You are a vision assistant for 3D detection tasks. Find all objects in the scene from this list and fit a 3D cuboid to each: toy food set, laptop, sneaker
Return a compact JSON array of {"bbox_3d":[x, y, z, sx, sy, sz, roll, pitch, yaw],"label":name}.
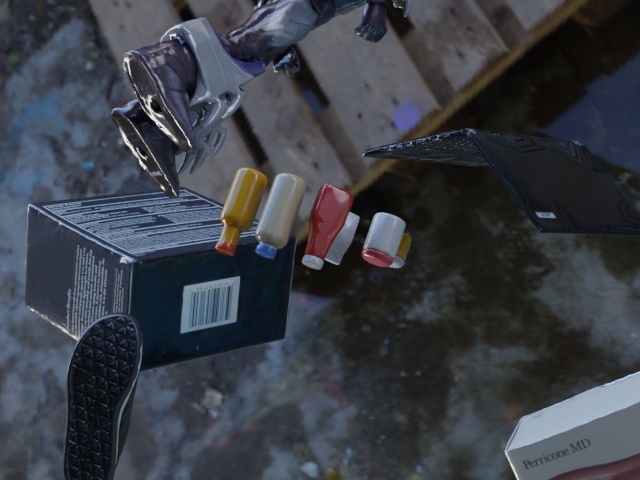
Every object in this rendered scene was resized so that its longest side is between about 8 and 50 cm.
[{"bbox_3d":[0.000,0.000,1.449,0.111,0.232,0.104,-19,49,67],"label":"toy food set"},{"bbox_3d":[0.228,-0.060,1.508,0.264,0.234,0.136,-9,83,46],"label":"laptop"},{"bbox_3d":[-0.273,0.201,1.523,0.084,0.097,0.234,14,90,0],"label":"sneaker"}]

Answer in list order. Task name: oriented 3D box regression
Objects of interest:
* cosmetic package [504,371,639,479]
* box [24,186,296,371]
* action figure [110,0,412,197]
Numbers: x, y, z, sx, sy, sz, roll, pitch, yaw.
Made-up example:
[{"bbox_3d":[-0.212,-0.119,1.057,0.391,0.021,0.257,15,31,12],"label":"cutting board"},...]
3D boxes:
[{"bbox_3d":[0.307,0.289,1.154,0.153,0.129,0.296,-27,88,19],"label":"cosmetic package"},{"bbox_3d":[-0.244,0.049,1.855,0.294,0.296,0.182,25,115,45],"label":"box"},{"bbox_3d":[-0.025,-0.159,0.904,0.099,0.285,0.185,52,154,-8],"label":"action figure"}]
